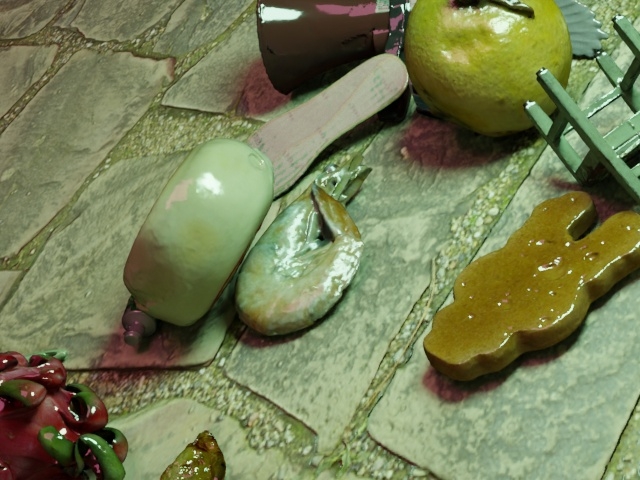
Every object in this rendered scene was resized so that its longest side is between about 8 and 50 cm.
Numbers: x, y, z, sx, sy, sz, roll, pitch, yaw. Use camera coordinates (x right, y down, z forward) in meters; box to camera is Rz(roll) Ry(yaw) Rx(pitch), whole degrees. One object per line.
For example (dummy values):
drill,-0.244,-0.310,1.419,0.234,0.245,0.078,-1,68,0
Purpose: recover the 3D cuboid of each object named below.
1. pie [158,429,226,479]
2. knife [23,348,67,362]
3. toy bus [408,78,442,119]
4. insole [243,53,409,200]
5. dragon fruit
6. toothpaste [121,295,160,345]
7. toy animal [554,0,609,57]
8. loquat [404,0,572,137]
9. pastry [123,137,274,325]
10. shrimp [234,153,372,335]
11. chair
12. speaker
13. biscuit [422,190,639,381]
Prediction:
pie,-0.160,0.291,1.416,0.088,0.033,0.191,8,48,37
knife,-0.489,0.200,1.777,0.293,0.020,0.043,-16,38,19
toy bus,0.189,-0.242,1.817,0.123,0.075,0.060,-42,36,-18
insole,-0.018,-0.160,1.840,0.348,0.009,0.119,-35,63,6
dragon fruit,-0.360,0.224,1.515,0.272,0.218,0.198,-13,74,14
toothpaste,-0.228,0.057,1.757,0.078,0.047,0.248,-10,36,22
toy animal,0.304,-0.444,1.760,0.302,0.284,0.225,13,46,3
loquat,0.226,-0.263,1.674,0.243,0.244,0.244,-19,35,14
pastry,-0.157,-0.012,1.638,0.265,0.133,0.265,-61,4,7
shrimp,0.000,0.000,1.651,0.168,0.077,0.317,13,56,33
chair,0.382,-0.115,1.493,0.136,0.147,0.270,-36,78,-7
speaker,0.061,-0.319,1.927,0.329,0.198,0.259,0,29,23
biscuit,0.242,0.055,1.427,0.295,0.044,0.186,-38,31,-14
